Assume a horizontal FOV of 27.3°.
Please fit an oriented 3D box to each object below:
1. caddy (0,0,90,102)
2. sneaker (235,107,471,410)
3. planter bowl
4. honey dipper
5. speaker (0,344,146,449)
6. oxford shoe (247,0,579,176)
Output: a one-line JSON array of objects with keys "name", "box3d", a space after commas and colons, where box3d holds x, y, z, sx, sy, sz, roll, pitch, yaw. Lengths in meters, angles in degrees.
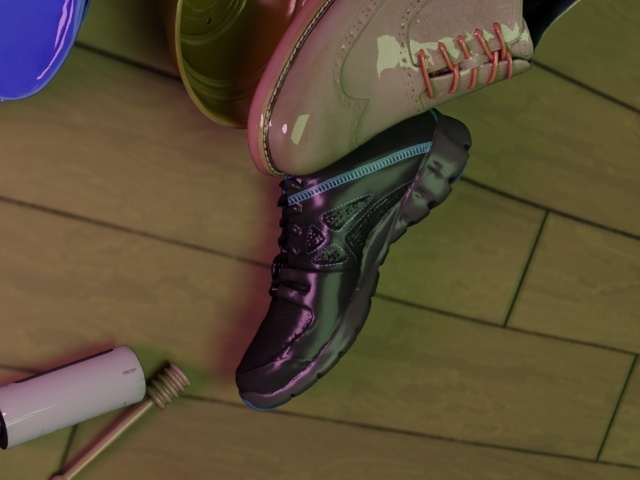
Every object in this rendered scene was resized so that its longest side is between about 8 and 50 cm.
[{"name": "caddy", "box3d": [-0.280, -0.246, 0.915, 0.241, 0.179, 0.341, -3, 110, -11]}, {"name": "sneaker", "box3d": [0.000, 0.000, 1.264, 0.139, 0.125, 0.341, 33, 83, -17]}, {"name": "planter bowl", "box3d": [-0.073, -0.211, 1.118, 0.217, 0.090, 0.217, -31, 133, -40]}, {"name": "honey dipper", "box3d": [-0.189, 0.176, 1.224, 0.160, 0.030, 0.030, -41, 126, -14]}, {"name": "speaker", "box3d": [-0.226, 0.138, 1.164, 0.136, 0.055, 0.055, -18, 116, -30]}, {"name": "oxford shoe", "box3d": [0.102, -0.183, 1.150, 0.397, 0.146, 0.140, -44, 142, -21]}]
